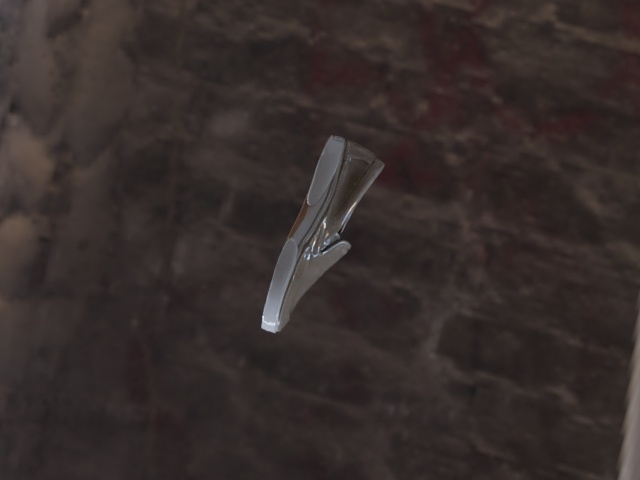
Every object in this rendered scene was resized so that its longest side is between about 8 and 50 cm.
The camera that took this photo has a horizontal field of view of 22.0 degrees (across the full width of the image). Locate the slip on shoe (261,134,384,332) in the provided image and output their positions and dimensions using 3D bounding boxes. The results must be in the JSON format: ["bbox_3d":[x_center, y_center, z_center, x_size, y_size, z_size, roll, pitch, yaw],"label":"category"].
[{"bbox_3d":[0.000,0.000,1.073,0.041,0.135,0.051,22,177,0],"label":"slip on shoe"}]
